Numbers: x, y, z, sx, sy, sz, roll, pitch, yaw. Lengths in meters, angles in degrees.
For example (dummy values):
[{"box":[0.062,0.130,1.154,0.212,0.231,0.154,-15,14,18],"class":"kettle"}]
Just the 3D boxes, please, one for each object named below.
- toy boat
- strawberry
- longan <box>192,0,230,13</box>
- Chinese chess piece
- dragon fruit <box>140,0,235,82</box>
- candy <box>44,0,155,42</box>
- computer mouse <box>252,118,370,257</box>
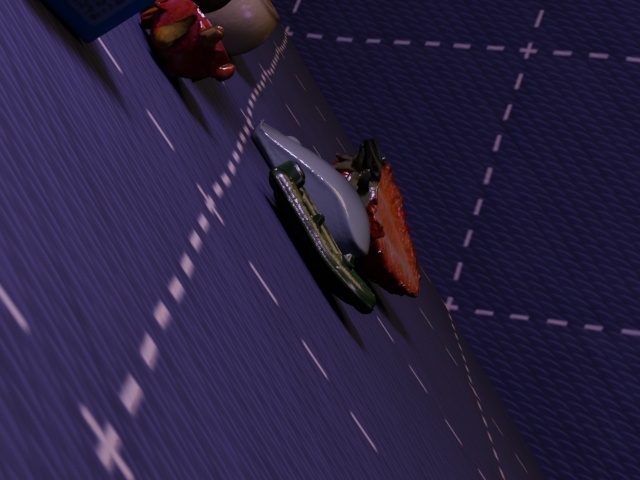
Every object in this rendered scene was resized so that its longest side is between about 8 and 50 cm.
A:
[{"box":[0.000,0.000,1.856,0.210,0.052,0.104,58,4,16],"class":"toy boat"},{"box":[0.063,-0.022,2.278,0.188,0.106,0.286,-80,156,-48],"class":"strawberry"},{"box":[-0.159,-0.360,2.161,0.106,0.106,0.119,56,-26,-15],"class":"longan"},{"box":[-0.161,-0.401,2.401,0.251,0.097,0.251,56,6,-8],"class":"Chinese chess piece"},{"box":[-0.150,-0.212,1.706,0.126,0.068,0.112,47,-13,37],"class":"dragon fruit"},{"box":[-0.248,-0.330,1.350,0.306,0.100,0.157,62,9,31],"class":"candy"},{"box":[-0.006,-0.073,2.099,0.231,0.079,0.128,55,4,4],"class":"computer mouse"}]
